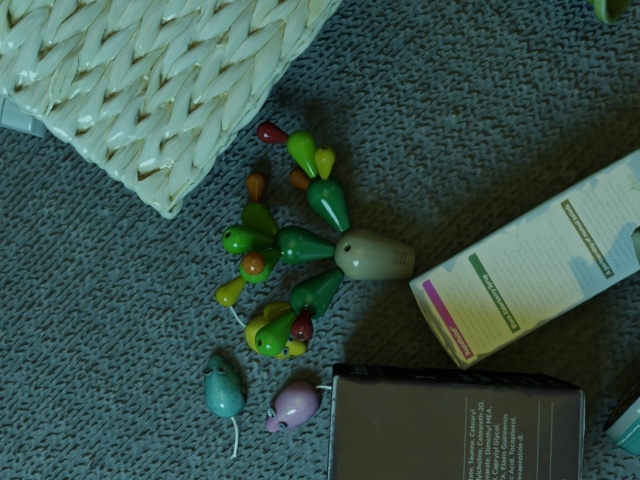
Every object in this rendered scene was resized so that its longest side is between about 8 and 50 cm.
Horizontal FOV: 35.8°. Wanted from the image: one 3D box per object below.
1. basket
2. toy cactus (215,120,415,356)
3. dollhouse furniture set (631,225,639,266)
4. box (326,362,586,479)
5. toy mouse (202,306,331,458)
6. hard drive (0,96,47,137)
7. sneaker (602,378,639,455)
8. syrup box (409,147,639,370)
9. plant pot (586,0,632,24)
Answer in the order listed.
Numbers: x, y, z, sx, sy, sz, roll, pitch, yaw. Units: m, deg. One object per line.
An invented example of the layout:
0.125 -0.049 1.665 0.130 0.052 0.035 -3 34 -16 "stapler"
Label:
-0.137 -0.226 0.825 0.266 0.328 0.331 37 88 -11 "basket"
0.000 0.000 0.923 0.180 0.112 0.219 9 68 -8 "toy cactus"
0.482 0.091 0.687 0.362 0.256 0.394 -29 111 -17 "dollhouse furniture set"
0.106 0.197 0.850 0.203 0.168 0.167 4 87 1 "box"
-0.059 0.145 0.949 0.161 0.031 0.143 26 88 8 "toy mouse"
-0.419 -0.263 1.016 0.353 0.047 0.233 15 87 8 "hard drive"
0.394 0.111 0.863 0.302 0.108 0.121 -36 78 1 "sneaker"
0.202 0.020 0.899 0.237 0.093 0.096 -30 83 3 "syrup box"
0.187 -0.362 0.868 0.254 0.276 0.276 25 88 20 "plant pot"
